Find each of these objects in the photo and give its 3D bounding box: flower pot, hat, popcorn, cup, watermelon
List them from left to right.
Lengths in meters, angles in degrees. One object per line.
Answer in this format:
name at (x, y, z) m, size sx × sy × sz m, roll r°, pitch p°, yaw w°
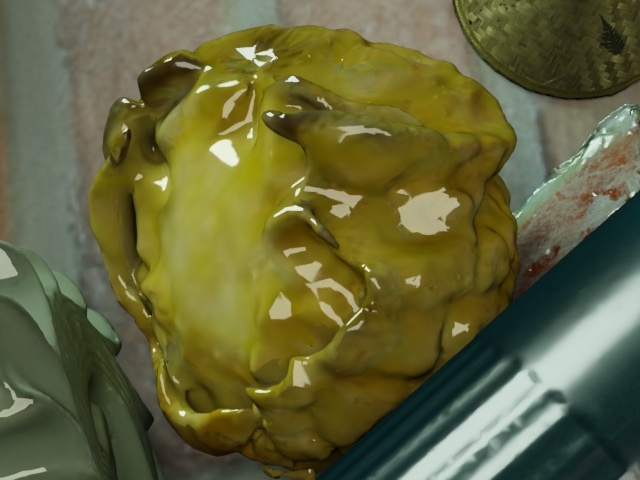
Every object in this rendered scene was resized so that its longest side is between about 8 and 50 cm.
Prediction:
flower pot at (-0.146, 0.192, 0.870) m, size 0.164 × 0.254 × 0.368 m, roll -17°, pitch 78°, yaw 0°
popcorn at (0.000, 0.000, 0.923) m, size 0.250 × 0.190 × 0.250 m, roll -7°, pitch 76°, yaw 27°
hat at (0.148, -0.160, 1.024) m, size 0.146 × 0.067 × 0.146 m, roll -1°, pitch 77°, yaw 4°
cup at (0.126, 0.144, 0.816) m, size 0.292 × 0.308 × 0.242 m, roll -40°, pitch 95°, yaw -6°
watermelon at (0.153, 0.013, 0.961) m, size 0.071 × 0.139 × 0.187 m, roll 43°, pitch 84°, yaw -17°
